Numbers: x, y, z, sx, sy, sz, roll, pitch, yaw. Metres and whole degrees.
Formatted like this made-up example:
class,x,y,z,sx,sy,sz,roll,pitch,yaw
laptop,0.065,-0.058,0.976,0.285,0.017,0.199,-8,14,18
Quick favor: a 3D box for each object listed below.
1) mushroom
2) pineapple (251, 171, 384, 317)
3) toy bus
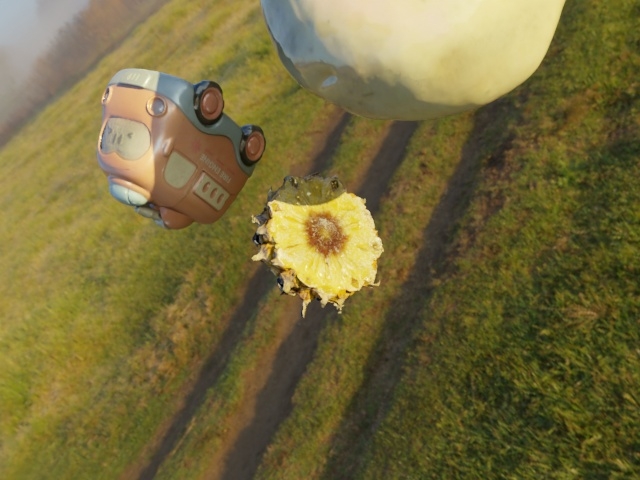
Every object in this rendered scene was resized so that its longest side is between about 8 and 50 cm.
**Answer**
class,x,y,z,sx,sy,sz,roll,pitch,yaw
mushroom,0.116,-0.313,0.721,0.352,0.326,0.353,-9,16,3
pineapple,0.000,0.000,0.872,0.047,0.221,0.221,-42,17,57
toy bus,-0.249,-0.143,1.052,0.194,0.287,0.232,19,80,31
